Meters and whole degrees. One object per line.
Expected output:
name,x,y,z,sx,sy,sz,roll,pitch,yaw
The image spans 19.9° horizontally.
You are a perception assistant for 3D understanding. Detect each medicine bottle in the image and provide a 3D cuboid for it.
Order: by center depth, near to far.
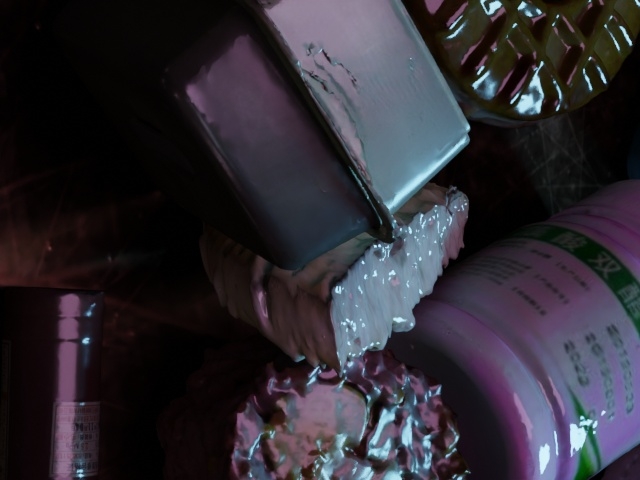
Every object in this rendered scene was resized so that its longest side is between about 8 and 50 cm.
medicine bottle,0.196,0.094,1.537,0.325,0.212,0.212,-26,108,-38

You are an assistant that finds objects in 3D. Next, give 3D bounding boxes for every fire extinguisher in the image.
fire extinguisher,-0.185,0.147,1.292,0.099,0.071,0.231,-3,94,-70

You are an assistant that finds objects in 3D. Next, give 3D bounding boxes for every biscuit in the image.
biscuit,0.000,0.000,1.378,0.281,0.179,0.084,-46,149,-61
biscuit,0.168,-0.259,1.576,0.332,0.103,0.332,-2,93,-41

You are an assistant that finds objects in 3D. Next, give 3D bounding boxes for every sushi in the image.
sushi,-0.017,0.200,1.373,0.236,0.171,0.270,-31,111,-32

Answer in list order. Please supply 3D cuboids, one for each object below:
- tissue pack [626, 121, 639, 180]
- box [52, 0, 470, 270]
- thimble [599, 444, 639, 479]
tissue pack,0.447,-0.120,1.765,0.198,0.206,0.287,48,59,-31
box,-0.048,-0.113,1.262,0.166,0.290,0.220,-39,118,-12
thimble,0.347,0.287,1.735,0.163,0.125,0.189,-5,94,-41
